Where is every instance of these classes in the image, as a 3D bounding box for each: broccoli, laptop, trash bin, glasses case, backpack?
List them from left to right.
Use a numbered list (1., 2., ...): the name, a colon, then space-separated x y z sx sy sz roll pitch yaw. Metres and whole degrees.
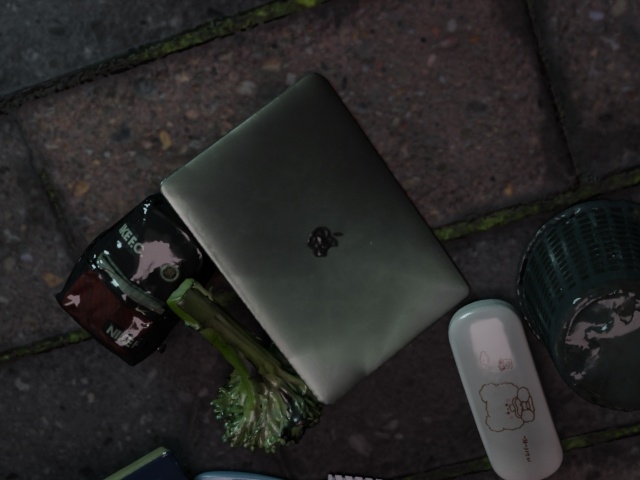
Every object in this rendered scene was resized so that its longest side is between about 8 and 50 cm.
1. backpack: -0.174 0.033 1.103 0.120 0.106 0.165 36 113 1
2. broccoli: -0.075 0.112 1.096 0.122 0.118 0.204 -22 123 22
3. laptop: 0.000 0.000 1.076 0.187 0.015 0.269 -37 100 -7
4. glasses case: 0.181 0.149 1.115 0.074 0.049 0.194 -16 104 14
5. trash bin: 0.262 0.065 1.016 0.175 0.161 0.176 3 107 9

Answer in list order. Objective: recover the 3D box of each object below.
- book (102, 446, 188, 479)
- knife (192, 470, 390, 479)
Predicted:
1. book: -0.199 0.467 1.210 0.300 0.039 0.428 -29 107 -14
2. knife: 0.016 0.266 1.202 0.312 0.019 0.045 5 107 5
